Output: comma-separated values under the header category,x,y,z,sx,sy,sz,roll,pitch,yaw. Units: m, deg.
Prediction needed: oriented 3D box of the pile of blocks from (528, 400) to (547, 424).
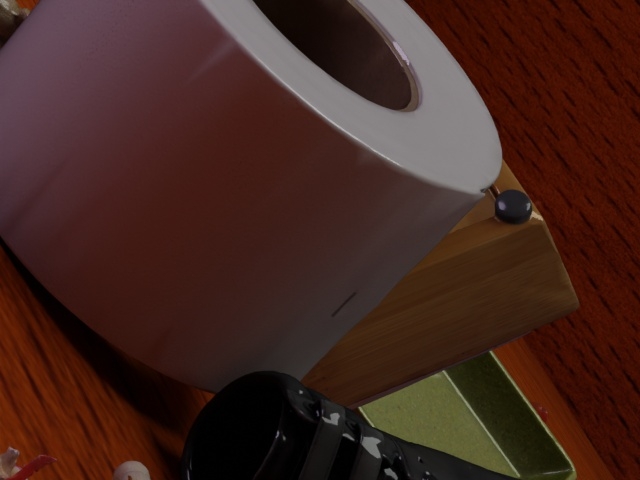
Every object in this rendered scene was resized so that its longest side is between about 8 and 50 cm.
category,x,y,z,sx,sy,sz,roll,pitch,yaw
pile of blocks,0.127,0.108,1.819,0.362,0.112,0.149,51,8,-19

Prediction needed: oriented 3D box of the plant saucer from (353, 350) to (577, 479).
category,x,y,z,sx,sy,sz,roll,pitch,yaw
plant saucer,0.094,0.151,1.456,0.188,0.045,0.188,54,36,3

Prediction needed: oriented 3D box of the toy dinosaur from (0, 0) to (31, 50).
category,x,y,z,sx,sy,sz,roll,pitch,yaw
toy dinosaur,-0.184,-0.126,1.145,0.183,0.053,0.093,49,8,-37

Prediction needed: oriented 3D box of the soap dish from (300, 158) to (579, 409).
category,x,y,z,sx,sy,sz,roll,pitch,yaw
soap dish,0.004,-0.037,1.243,0.291,0.229,0.118,59,-18,31

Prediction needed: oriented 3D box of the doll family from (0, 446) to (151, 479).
category,x,y,z,sx,sy,sz,roll,pitch,yaw
doll family,-0.027,0.153,0.619,0.263,0.118,0.163,59,9,31

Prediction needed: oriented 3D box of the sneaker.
category,x,y,z,sx,sy,sz,roll,pitch,yaw
sneaker,0.050,0.143,0.904,0.295,0.105,0.147,12,-15,41

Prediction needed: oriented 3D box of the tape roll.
category,x,y,z,sx,sy,sz,roll,pitch,yaw
tape roll,-0.048,-0.060,1.010,0.246,0.169,0.246,36,24,-19
